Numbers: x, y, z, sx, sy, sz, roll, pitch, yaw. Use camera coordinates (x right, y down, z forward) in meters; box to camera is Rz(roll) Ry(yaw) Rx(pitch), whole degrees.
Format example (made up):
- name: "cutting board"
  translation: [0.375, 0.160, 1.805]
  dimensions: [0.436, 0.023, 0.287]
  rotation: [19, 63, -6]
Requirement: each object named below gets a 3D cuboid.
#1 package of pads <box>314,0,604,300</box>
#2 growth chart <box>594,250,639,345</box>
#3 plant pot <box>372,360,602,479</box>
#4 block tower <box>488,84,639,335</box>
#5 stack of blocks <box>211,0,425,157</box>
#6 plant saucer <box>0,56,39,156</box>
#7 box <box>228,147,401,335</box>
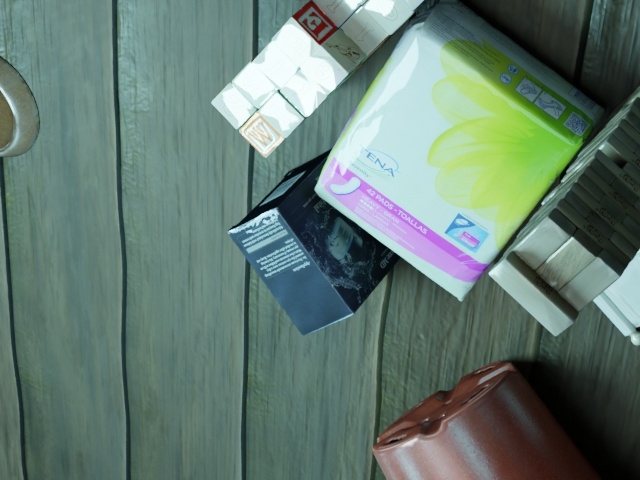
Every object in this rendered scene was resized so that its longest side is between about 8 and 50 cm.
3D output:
- name: "package of pads"
  translation: [0.145, -0.103, 1.858]
  dimensions: [0.229, 0.101, 0.296]
  rotation: [37, 133, 4]
- name: "growth chart"
  translation: [0.386, 0.029, 1.847]
  dimensions: [0.237, 0.021, 0.172]
  rotation: [-25, 105, 42]
- name: "plant pot"
  translation: [0.215, 0.306, 2.009]
  dimensions: [0.272, 0.272, 0.265]
  rotation: [-29, 94, 43]
- name: "block tower"
  translation: [0.286, -0.046, 1.640]
  dimensions: [0.091, 0.335, 0.097]
  rotation: [42, 134, 0]
- name: "stack of blocks"
  translation: [0.028, -0.233, 1.793]
  dimensions: [0.087, 0.171, 0.297]
  rotation: [46, 134, -3]
- name: "plant saucer"
  translation: [-0.455, -0.180, 2.247]
  dimensions: [0.168, 0.029, 0.168]
  rotation: [17, 130, 22]
- name: "box"
  translation: [0.000, 0.000, 1.987]
  dimensions: [0.093, 0.156, 0.158]
  rotation: [-26, 105, 41]
